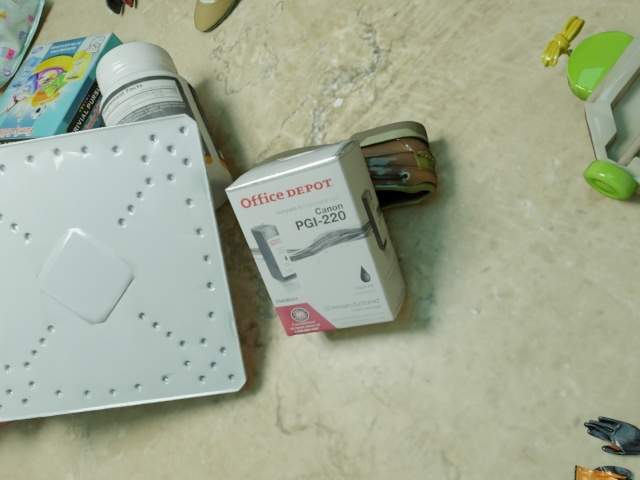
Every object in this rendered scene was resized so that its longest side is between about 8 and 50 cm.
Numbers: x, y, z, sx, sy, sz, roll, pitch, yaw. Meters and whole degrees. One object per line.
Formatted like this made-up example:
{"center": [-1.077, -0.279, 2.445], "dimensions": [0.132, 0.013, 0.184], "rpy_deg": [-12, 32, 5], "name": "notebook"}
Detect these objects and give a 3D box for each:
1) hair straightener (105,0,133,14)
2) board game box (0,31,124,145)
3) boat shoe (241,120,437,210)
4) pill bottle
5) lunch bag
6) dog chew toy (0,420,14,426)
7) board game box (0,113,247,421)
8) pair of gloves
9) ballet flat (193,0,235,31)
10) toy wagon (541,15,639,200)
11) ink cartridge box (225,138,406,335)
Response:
{"center": [-0.459, -0.601, 1.175], "dimensions": [0.089, 0.047, 0.230], "rpy_deg": [-16, 68, 22], "name": "hair straightener"}
{"center": [-0.553, -0.259, 1.062], "dimensions": [0.254, 0.079, 0.335], "rpy_deg": [3, 64, 28], "name": "board game box"}
{"center": [0.008, -0.069, 0.735], "dimensions": [0.308, 0.111, 0.104], "rpy_deg": [-18, 67, 22], "name": "boat shoe"}
{"center": [-0.263, -0.175, 0.861], "dimensions": [0.162, 0.162, 0.278], "rpy_deg": [-31, 71, 16], "name": "pill bottle"}
{"center": [-0.828, -0.513, 1.281], "dimensions": [0.224, 0.160, 0.262], "rpy_deg": [27, 100, 28], "name": "lunch bag"}
{"center": [-0.577, 0.230, 0.905], "dimensions": [0.332, 0.206, 0.206], "rpy_deg": [-5, 73, 18], "name": "dog chew toy"}
{"center": [-0.324, 0.047, 0.748], "dimensions": [0.391, 0.050, 0.389], "rpy_deg": [-9, 98, 4], "name": "board game box"}
{"center": [0.309, 0.231, 0.546], "dimensions": [0.074, 0.010, 0.083], "rpy_deg": [13, 80, 30], "name": "pair of gloves"}
{"center": [-0.175, -0.503, 0.983], "dimensions": [0.232, 0.073, 0.080], "rpy_deg": [-49, 61, 7], "name": "ballet flat"}
{"center": [0.413, -0.153, 0.576], "dimensions": [0.344, 0.068, 0.267], "rpy_deg": [39, 94, 31], "name": "toy wagon"}
{"center": [0.000, 0.000, 0.665], "dimensions": [0.159, 0.092, 0.217], "rpy_deg": [-13, 107, 24], "name": "ink cartridge box"}
